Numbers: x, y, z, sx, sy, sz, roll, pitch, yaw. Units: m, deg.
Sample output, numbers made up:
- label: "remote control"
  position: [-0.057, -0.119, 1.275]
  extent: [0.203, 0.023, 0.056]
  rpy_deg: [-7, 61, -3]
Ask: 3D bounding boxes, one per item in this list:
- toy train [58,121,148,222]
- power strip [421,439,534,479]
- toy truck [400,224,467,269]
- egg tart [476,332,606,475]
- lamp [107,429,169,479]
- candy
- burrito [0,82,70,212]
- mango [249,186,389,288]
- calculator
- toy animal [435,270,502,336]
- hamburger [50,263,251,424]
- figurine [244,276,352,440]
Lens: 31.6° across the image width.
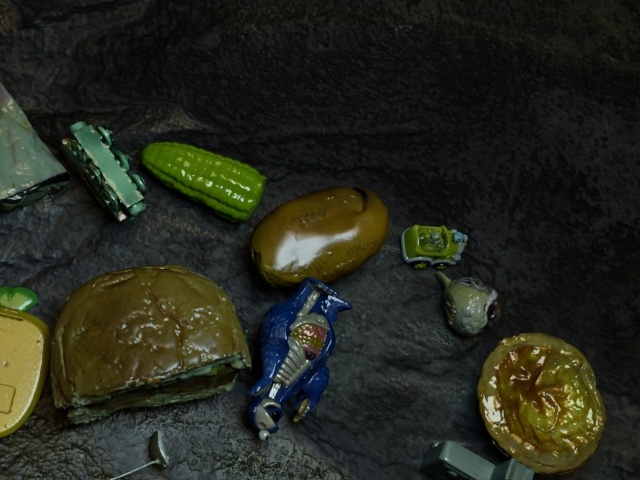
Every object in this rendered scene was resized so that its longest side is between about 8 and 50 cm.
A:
- label: "toy train"
  position: [-0.335, -0.103, 1.770]
  extent: [0.074, 0.118, 0.176]
  rpy_deg: [-35, 87, -24]
- label: "power strip"
  position: [0.281, 0.375, 1.771]
  extent: [0.215, 0.145, 0.061]
  rpy_deg: [30, 62, -7]
- label: "toy truck"
  position: [0.200, 0.004, 1.941]
  extent: [0.111, 0.077, 0.076]
  rpy_deg: [2, 68, -20]
- label: "egg tart"
  position: [0.358, 0.272, 1.869]
  extent: [0.241, 0.106, 0.241]
  rpy_deg: [6, 67, -15]
- label: "lamp"
  position: [-0.311, 0.333, 1.621]
  extent: [0.198, 0.050, 0.056]
  rpy_deg: [-18, 78, -28]
- label: "candy"
  position: [-0.192, -0.103, 1.833]
  extent: [0.209, 0.097, 0.097]
  rpy_deg: [23, 61, -6]
- label: "burrito"
  position: [-0.504, -0.152, 1.741]
  extent: [0.144, 0.089, 0.229]
  rpy_deg: [-30, 81, -43]
- label: "mango"
  position: [0.000, 0.000, 1.829]
  extent: [0.248, 0.156, 0.151]
  rpy_deg: [-22, 112, -29]
- label: "calculator"
  position: [-0.467, 0.173, 1.641]
  extent: [0.146, 0.032, 0.235]
  rpy_deg: [14, 65, -15]
- label: "toy animal"
  position: [0.252, 0.098, 1.917]
  extent: [0.098, 0.098, 0.137]
  rpy_deg: [-1, 47, -21]
- label: "hamburger"
  position: [-0.253, 0.137, 1.665]
  extent: [0.308, 0.132, 0.211]
  rpy_deg: [-12, 61, -18]
- label: "figurine"
  position: [-0.051, 0.179, 1.750]
  extent: [0.120, 0.164, 0.262]
  rpy_deg: [14, 59, 35]
